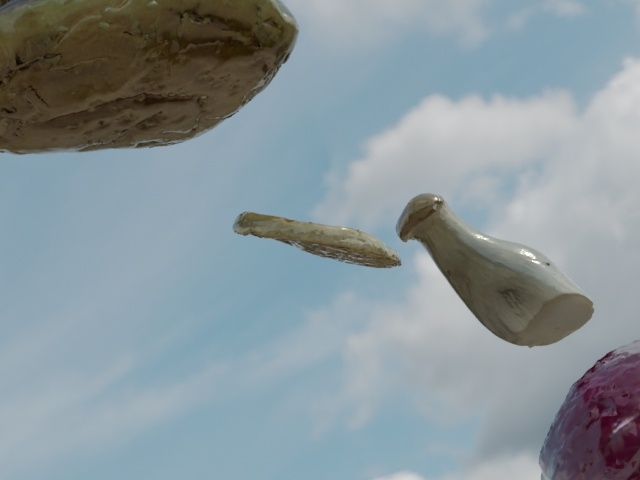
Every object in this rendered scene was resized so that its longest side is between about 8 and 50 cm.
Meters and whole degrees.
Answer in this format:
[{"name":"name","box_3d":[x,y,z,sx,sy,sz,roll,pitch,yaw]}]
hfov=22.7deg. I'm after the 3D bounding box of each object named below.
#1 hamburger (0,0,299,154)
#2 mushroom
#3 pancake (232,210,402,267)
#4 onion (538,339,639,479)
[{"name":"hamburger","box_3d":[-0.157,-0.152,1.317,0.285,0.134,0.265,-3,-29,-31]},{"name":"mushroom","box_3d":[0.184,0.031,1.707,0.093,0.225,0.116,-39,-22,-33]},{"name":"pancake","box_3d":[0.000,0.000,1.241,0.139,0.022,0.139,12,-4,1]},{"name":"onion","box_3d":[0.404,0.179,1.322,0.398,0.398,0.420,14,-72,-49]}]
